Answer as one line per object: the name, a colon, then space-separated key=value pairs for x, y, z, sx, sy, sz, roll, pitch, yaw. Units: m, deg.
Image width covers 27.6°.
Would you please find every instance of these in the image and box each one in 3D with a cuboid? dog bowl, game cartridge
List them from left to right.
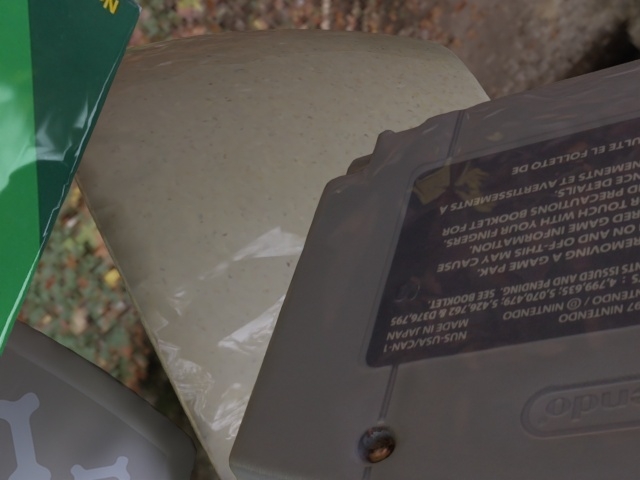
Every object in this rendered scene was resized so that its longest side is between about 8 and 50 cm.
dog bowl: x=-0.199 y=0.175 z=0.856 sx=0.102 sy=0.348 sz=0.349 roll=-58 pitch=179 yaw=-30
game cartridge: x=0.117 y=0.014 z=0.411 sx=0.294 sy=0.060 sz=0.196 roll=-13 pitch=-145 yaw=31

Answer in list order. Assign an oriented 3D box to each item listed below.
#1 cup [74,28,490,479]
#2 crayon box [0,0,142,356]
cup: x=0.000 y=0.000 z=0.816 sx=0.237 sy=0.331 sz=0.331 roll=-25 pitch=168 yaw=-6
crayon box: x=-0.275 y=-0.034 z=0.430 sx=0.106 sy=0.363 sz=0.313 roll=-11 pitch=-125 yaw=50
